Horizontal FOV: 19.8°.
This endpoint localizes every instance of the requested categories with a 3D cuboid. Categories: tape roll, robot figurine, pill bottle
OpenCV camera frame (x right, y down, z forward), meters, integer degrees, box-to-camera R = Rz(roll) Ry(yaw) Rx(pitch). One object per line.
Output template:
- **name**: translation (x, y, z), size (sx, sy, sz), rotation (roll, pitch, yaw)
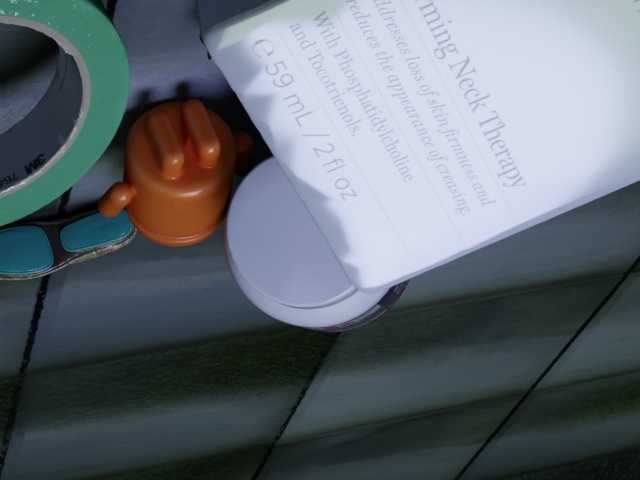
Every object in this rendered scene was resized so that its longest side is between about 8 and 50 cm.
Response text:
- **tape roll**: translation (-0.344, -0.142, 1.752), size (0.321, 0.077, 0.321), rotation (-18, 141, -15)
- **robot figurine**: translation (-0.163, -0.073, 2.081), size (0.158, 0.128, 0.219), rotation (-58, 172, -26)
- **pill bottle**: translation (0.000, 0.000, 2.135), size (0.210, 0.210, 0.363), rotation (-20, 175, 4)

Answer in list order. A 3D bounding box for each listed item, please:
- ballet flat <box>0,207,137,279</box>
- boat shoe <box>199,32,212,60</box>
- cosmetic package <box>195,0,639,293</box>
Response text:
- **ballet flat**: translation (-0.322, 0.008, 2.220), size (0.206, 0.073, 0.067), rotation (-11, 170, -8)
- **boat shoe**: translation (-0.091, -0.220, 1.878), size (0.069, 0.081, 0.227), rotation (-15, 149, -1)
- **cosmetic package**: translation (0.125, -0.230, 1.582), size (0.394, 0.327, 0.329), rotation (-23, 130, 11)
